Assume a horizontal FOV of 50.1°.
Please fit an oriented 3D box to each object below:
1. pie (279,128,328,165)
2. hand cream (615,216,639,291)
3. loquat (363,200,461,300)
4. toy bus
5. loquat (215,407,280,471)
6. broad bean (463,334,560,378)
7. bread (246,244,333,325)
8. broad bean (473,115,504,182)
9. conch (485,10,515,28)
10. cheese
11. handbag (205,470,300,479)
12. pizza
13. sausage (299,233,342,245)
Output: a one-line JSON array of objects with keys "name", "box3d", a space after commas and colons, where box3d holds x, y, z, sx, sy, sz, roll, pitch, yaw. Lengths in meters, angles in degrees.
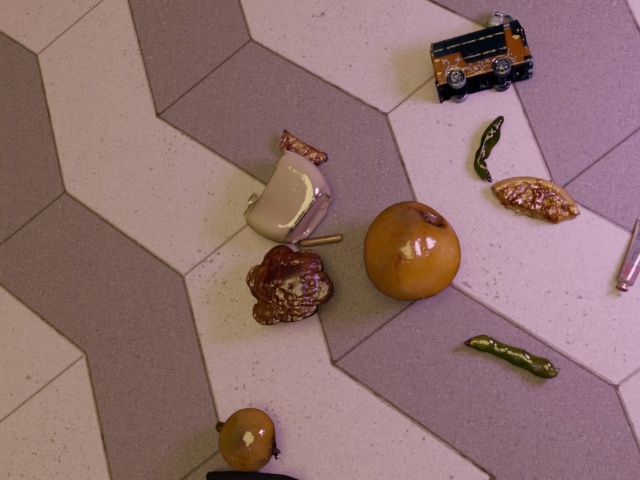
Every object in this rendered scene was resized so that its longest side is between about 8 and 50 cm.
[{"name": "pie", "box3d": [-0.060, -0.266, 2.099, 0.169, 0.034, 0.092, 28, 90, 13]}, {"name": "hand cream", "box3d": [0.844, 0.039, 1.823, 0.067, 0.043, 0.210, 23, 80, 21]}, {"name": "loquat", "box3d": [0.245, 0.041, 1.862, 0.274, 0.275, 0.275, -3, 79, 13]}, {"name": "toy bus", "box3d": [0.462, -0.514, 1.972, 0.275, 0.138, 0.167, -12, 75, 13]}, {"name": "loquat", "box3d": [-0.209, 0.554, 1.917, 0.204, 0.149, 0.172, 12, 87, 27]}, {"name": "broad bean", "box3d": [0.515, 0.308, 1.842, 0.256, 0.053, 0.052, 20, 122, 17]}, {"name": "bread", "box3d": [-0.084, 0.125, 1.976, 0.246, 0.135, 0.232, -17, 76, 10]}, {"name": "broad bean", "box3d": [0.480, -0.265, 1.964, 0.061, 0.046, 0.196, 11, 87, 3]}, {"name": "conch", "box3d": [0.531, -0.636, 2.020, 0.085, 0.057, 0.076, 25, 65, -3]}, {"name": "cheese", "box3d": [-0.103, -0.124, 2.032, 0.233, 0.127, 0.266, 36, 92, 16]}, {"name": "handbag", "box3d": [-0.211, 0.793, 1.878, 0.287, 0.152, 0.343, 8, 81, 24]}, {"name": "pizza", "box3d": [0.599, -0.118, 1.901, 0.246, 0.058, 0.127, 31, 88, 19]}, {"name": "sausage", "box3d": [0.000, 0.000, 2.039, 0.132, 0.024, 0.024, -9, 77, 11]}]
